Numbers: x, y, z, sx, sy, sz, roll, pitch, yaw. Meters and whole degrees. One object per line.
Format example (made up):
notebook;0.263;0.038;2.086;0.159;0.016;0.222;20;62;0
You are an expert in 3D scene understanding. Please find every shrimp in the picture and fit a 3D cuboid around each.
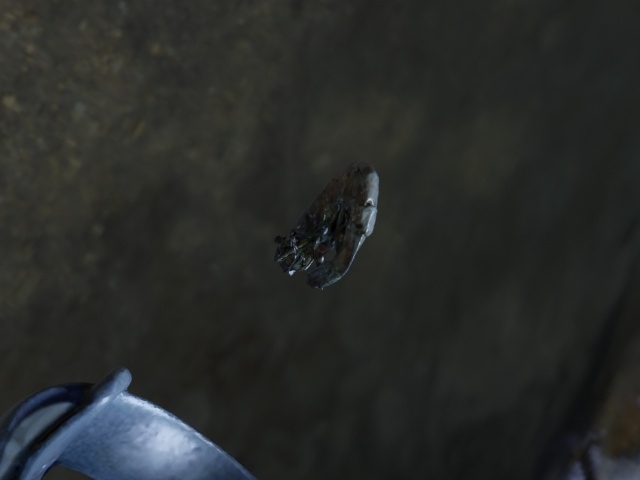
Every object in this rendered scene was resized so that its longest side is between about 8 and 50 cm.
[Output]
shrimp;0.000;0.000;1.238;0.034;0.091;0.161;18;146;-21

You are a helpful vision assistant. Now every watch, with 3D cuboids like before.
watch;-0.064;0.136;0.586;0.193;0.206;0.068;30;114;-33
